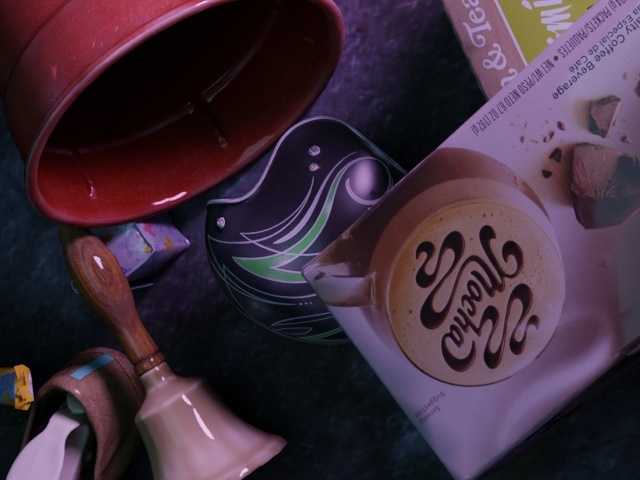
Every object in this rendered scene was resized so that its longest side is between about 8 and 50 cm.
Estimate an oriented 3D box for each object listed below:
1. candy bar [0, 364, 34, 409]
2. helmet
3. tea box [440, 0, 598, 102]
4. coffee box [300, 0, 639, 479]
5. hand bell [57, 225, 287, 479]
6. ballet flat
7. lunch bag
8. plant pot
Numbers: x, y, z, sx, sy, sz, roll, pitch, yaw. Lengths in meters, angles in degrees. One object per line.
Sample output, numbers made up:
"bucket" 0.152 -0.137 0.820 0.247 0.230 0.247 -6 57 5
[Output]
"candy bar" -0.271 0.124 1.445 0.161 0.018 0.040 171 96 -66
"helmet" 0.000 0.000 1.286 0.169 0.169 0.161 40 90 18
"tea box" 0.281 -0.151 1.119 0.323 0.220 0.329 -29 81 24
"coffee box" 0.159 -0.013 0.999 0.297 0.119 0.168 -42 76 23
"hand bell" -0.140 0.090 1.348 0.126 0.126 0.242 -30 91 22
"ballet flat" -0.236 0.253 1.422 0.116 0.124 0.342 24 102 21
"lunch bag" -0.161 0.015 1.408 0.083 0.071 0.053 -37 81 19
"plant pot" -0.164 -0.197 1.312 0.272 0.272 0.265 -41 68 20
